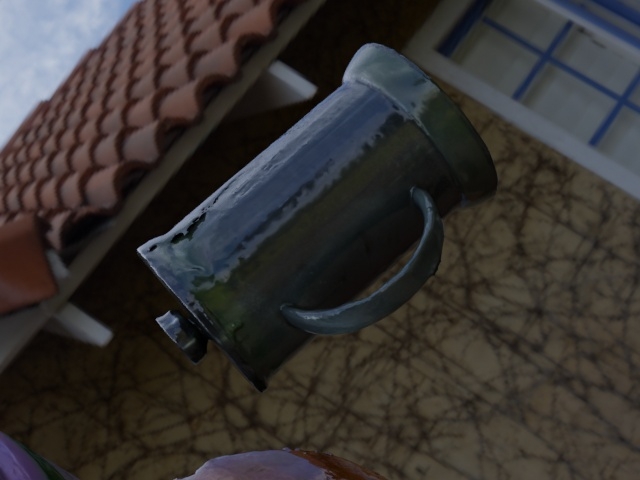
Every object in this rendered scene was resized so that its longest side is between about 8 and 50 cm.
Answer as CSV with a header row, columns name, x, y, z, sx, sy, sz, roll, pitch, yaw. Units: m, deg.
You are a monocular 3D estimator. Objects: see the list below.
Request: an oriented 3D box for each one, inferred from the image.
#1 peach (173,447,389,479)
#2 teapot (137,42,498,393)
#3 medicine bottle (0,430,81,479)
name,x,y,z,sx,sy,sz,roll,pitch,yaw
peach,-0.018,0.426,1.054,0.335,0.406,0.310,-48,30,16
teapot,0.000,0.000,0.919,0.337,0.270,0.200,-41,-52,-9
medicine bottle,-0.200,0.187,0.453,0.212,0.212,0.325,-53,-28,-16
